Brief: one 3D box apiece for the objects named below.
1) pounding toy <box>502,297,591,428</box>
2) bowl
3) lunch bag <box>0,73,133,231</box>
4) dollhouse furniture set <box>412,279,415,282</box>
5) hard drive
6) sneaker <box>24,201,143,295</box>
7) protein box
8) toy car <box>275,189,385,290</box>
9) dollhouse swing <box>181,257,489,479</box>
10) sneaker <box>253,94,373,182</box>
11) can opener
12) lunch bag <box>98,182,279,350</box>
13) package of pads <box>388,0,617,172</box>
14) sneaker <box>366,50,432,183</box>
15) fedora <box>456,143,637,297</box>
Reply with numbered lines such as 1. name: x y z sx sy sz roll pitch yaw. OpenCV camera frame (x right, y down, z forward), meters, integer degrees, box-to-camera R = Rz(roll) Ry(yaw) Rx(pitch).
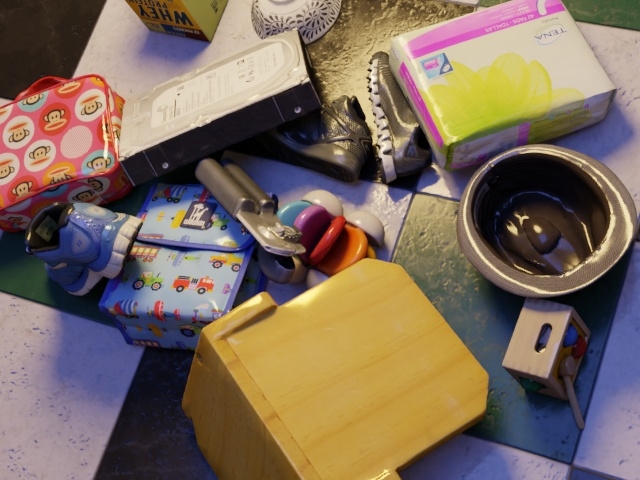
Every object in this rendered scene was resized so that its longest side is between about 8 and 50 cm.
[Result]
1. pounding toy: 0.336 0.176 1.543 0.100 0.130 0.141 13 73 33
2. bowl: -0.054 -0.434 1.909 0.170 0.080 0.170 -5 68 13
3. lunch bag: -0.480 -0.170 1.908 0.293 0.120 0.258 -17 65 10
4. dollhouse furniture set: 0.094 0.104 1.656 0.114 0.081 0.091 -16 66 10
5. hard drive: -0.173 -0.231 1.812 0.339 0.064 0.237 -22 32 8
6. sneaker: -0.397 -0.004 1.732 0.147 0.330 0.129 29 67 -17
7. protein box: -0.254 -0.499 1.925 0.136 0.200 0.201 14 74 21
8. toy car: 0.000 0.000 1.693 0.182 0.136 0.159 28 80 24
9. dollhouse swing: 0.024 0.254 1.596 0.305 0.315 0.347 -22 61 -31
10. sneaker: -0.011 -0.189 1.802 0.228 0.087 0.130 20 68 25
11. can opener: -0.118 -0.032 1.681 0.283 0.076 0.095 45 122 47
12. lunch bag: -0.198 0.023 1.766 0.221 0.138 0.293 3 58 17
13. package of pads: 0.285 -0.251 1.694 0.297 0.101 0.229 -20 65 -8
14. sneaker: 0.136 -0.207 1.772 0.106 0.078 0.234 -8 69 6
15. fedora: 0.337 -0.012 1.607 0.243 0.124 0.275 -46 56 -7
